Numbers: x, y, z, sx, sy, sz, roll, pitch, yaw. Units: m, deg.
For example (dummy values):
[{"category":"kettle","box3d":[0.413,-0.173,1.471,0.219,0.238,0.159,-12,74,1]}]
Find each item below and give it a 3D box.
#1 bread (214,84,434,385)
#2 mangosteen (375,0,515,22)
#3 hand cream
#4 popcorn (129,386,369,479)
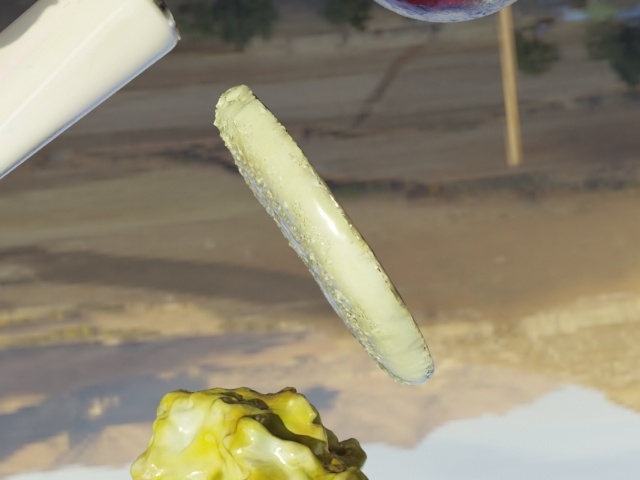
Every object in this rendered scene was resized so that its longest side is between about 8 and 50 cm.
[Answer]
[{"category":"bread","box3d":[0.000,0.000,1.142,0.040,0.267,0.267,-34,176,-3]},{"category":"mangosteen","box3d":[0.102,-0.387,1.593,0.359,0.306,0.306,18,174,-2]},{"category":"hand cream","box3d":[-0.303,-0.141,1.512,0.359,0.185,0.118,-38,134,-2]},{"category":"popcorn","box3d":[-0.071,0.341,2.006,0.293,0.334,0.292,-29,128,15]}]
